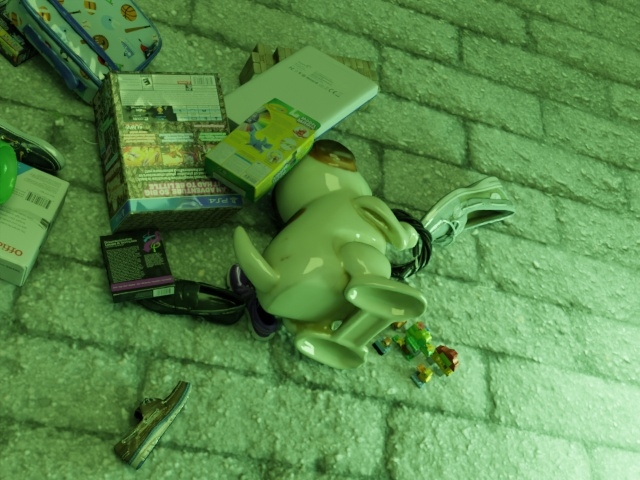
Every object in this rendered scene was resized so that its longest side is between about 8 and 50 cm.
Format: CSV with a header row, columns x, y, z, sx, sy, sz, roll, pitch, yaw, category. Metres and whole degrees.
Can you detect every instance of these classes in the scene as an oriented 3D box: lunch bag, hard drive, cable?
x,y,z,sx,sy,sz,roll,pitch,yaw,category
-0.487,-0.438,1.908,0.303,0.115,0.243,48,47,-16,lunch bag
-0.055,-0.301,1.974,0.210,0.040,0.318,34,53,23,hard drive
0.155,-0.001,2.001,0.150,0.047,0.184,-41,68,-1,cable

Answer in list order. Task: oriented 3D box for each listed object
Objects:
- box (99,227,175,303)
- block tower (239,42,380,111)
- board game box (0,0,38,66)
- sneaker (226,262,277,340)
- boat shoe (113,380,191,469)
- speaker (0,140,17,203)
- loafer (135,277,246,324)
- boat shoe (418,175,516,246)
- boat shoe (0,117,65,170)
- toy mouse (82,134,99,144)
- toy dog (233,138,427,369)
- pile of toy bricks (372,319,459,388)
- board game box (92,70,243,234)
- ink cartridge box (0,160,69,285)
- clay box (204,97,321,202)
x,y,z,sx,sy,sz,roll,pitch,yaw,category
-0.348,0.045,1.731,0.116,0.029,0.162,-8,47,-17,box
-0.019,-0.383,2.158,0.335,0.097,0.091,4,60,-26,block tower
-0.646,-0.464,1.925,0.170,0.048,0.141,44,54,3,board game box
-0.126,0.113,1.815,0.068,0.071,0.170,-18,70,-34,sneaker
-0.295,0.311,1.613,0.066,0.066,0.183,35,52,-1,boat shoe
-0.690,-0.132,1.589,0.296,0.131,0.131,7,55,7,speaker
-0.250,0.106,1.752,0.223,0.078,0.076,15,56,-17,loafer
0.334,-0.057,2.122,0.320,0.118,0.103,-23,69,-42,boat shoe
-0.591,-0.167,1.765,0.183,0.065,0.083,28,55,-1,boat shoe
-0.404,-0.206,1.897,0.161,0.031,0.143,23,53,-12,toy mouse
0.000,0.000,1.837,0.395,0.285,0.408,16,45,-17,toy dog
0.193,0.203,1.896,0.118,0.105,0.212,-32,78,-37,pile of toy bricks
-0.307,-0.175,1.820,0.232,0.141,0.291,-4,76,-28,board game box
-0.572,-0.039,1.677,0.148,0.086,0.203,24,54,-10,ink cartridge box
-0.109,-0.181,1.785,0.127,0.053,0.222,33,54,17,clay box
